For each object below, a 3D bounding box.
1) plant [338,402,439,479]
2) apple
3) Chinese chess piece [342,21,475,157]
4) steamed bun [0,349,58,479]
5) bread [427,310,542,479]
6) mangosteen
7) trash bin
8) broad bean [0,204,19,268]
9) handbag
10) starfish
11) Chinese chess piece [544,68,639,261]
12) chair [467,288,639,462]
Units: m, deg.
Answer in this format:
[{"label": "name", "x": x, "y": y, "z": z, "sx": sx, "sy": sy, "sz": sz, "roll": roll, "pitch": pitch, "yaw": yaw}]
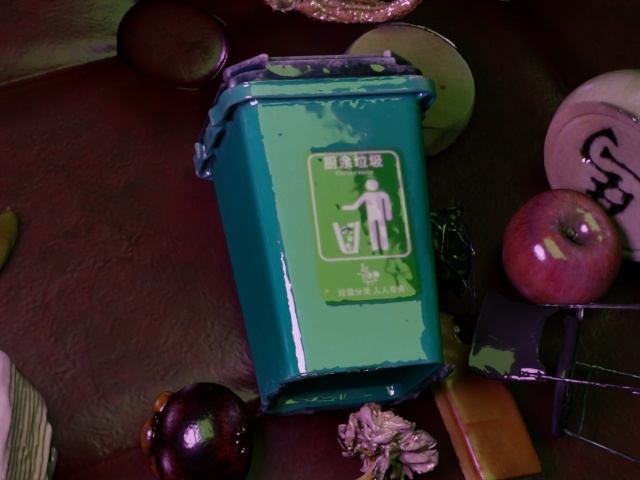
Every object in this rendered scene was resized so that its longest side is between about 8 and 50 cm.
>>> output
[{"label": "plant", "x": 0.067, "y": 0.248, "z": 1.715, "sx": 0.116, "sy": 0.104, "sz": 0.122, "roll": 39, "pitch": 63, "yaw": -10}, {"label": "apple", "x": 0.299, "y": 0.017, "z": 1.904, "sx": 0.153, "sy": 0.120, "sz": 0.153, "roll": 9, "pitch": 60, "yaw": -16}, {"label": "Chinese chess piece", "x": 0.110, "y": -0.194, "z": 2.002, "sx": 0.188, "sy": 0.083, "sz": 0.188, "roll": 8, "pitch": 55, "yaw": -12}, {"label": "steamed bun", "x": -0.423, "y": 0.243, "z": 1.520, "sx": 0.272, "sy": 0.273, "sz": 0.290, "roll": -5, "pitch": 56, "yaw": 0}, {"label": "bread", "x": 0.182, "y": 0.187, "z": 1.811, "sx": 0.088, "sy": 0.049, "sz": 0.226, "roll": -9, "pitch": 62, "yaw": -20}, {"label": "mangosteen", "x": -0.141, "y": 0.220, "z": 1.672, "sx": 0.140, "sy": 0.140, "sz": 0.140, "roll": 7, "pitch": 59, "yaw": -11}, {"label": "trash bin", "x": 0.000, "y": 0.000, "z": 1.759, "sx": 0.259, "sy": 0.295, "sz": 0.381, "roll": -3, "pitch": 72, "yaw": -16}, {"label": "broad bean", "x": -0.411, "y": 0.057, "z": 1.728, "sx": 0.065, "sy": 0.046, "sz": 0.255, "roll": 27, "pitch": 58, "yaw": -7}, {"label": "handbag", "x": 0.157, "y": 0.039, "z": 1.838, "sx": 0.072, "sy": 0.115, "sz": 0.139, "roll": -10, "pitch": 47, "yaw": -23}, {"label": "starfish", "x": -0.009, "y": -0.398, "z": 2.061, "sx": 0.398, "sy": 0.132, "sz": 0.384, "roll": 19, "pitch": 46, "yaw": 17}, {"label": "Chinese chess piece", "x": 0.397, "y": -0.092, "z": 1.915, "sx": 0.101, "sy": 0.250, "sz": 0.250, "roll": -34, "pitch": 73, "yaw": -31}, {"label": "chair", "x": 0.290, "y": 0.155, "z": 1.806, "sx": 0.221, "sy": 0.145, "sz": 0.140, "roll": 9, "pitch": 49, "yaw": 11}]
